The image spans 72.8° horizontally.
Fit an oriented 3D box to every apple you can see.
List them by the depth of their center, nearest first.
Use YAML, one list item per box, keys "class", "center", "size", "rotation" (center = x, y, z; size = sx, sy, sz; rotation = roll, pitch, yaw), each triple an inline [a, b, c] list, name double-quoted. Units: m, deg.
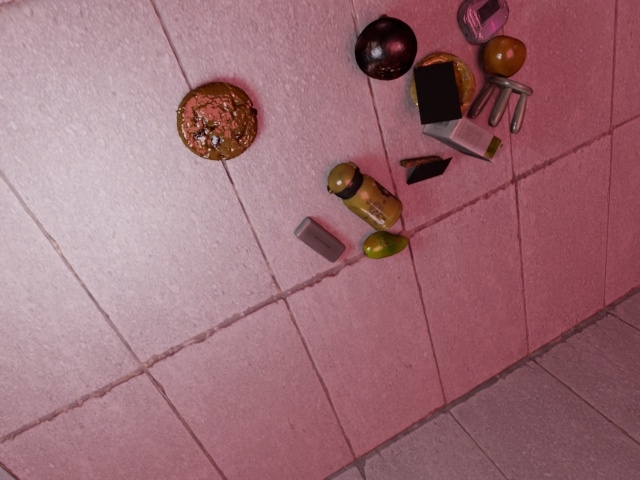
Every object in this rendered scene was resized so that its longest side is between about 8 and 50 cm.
- class: "apple"
  center: [0.774, -0.773, 1.833]
  size: [0.182, 0.182, 0.155]
  rotation: [6, 117, -26]

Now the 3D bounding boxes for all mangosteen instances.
- class: "mangosteen"
  center: [0.246, -0.735, 1.608]
  size: [0.235, 0.235, 0.262]
  rotation: [9, 75, -27]

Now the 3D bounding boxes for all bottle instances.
- class: "bottle"
  center: [0.179, -0.192, 1.831]
  size: [0.351, 0.171, 0.172]
  rotation: [34, 96, -32]

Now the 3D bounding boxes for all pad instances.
- class: "pad"
  center: [0.464, -0.586, 1.725]
  size: [0.163, 0.004, 0.243]
  rotation: [-7, 84, 5]

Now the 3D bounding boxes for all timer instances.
- class: "timer"
  center: [0.673, -0.927, 1.780]
  size: [0.208, 0.069, 0.191]
  rotation: [-44, 120, 1]

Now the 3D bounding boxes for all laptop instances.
- class: "laptop"
  center: [0.493, -0.317, 1.964]
  size: [0.197, 0.016, 0.135]
  rotation: [-18, 156, -17]

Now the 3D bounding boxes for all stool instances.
- class: "stool"
  center: [0.799, -0.596, 1.910]
  size: [0.195, 0.195, 0.199]
  rotation: [11, 109, -28]

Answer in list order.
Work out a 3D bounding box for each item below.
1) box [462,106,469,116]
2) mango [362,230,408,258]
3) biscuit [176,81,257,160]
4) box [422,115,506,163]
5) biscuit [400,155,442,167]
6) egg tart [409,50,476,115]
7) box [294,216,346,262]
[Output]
- class: "box"
  center: [0.572, -0.577, 1.884]
  size: [0.122, 0.089, 0.062]
  rotation: [11, 119, -27]
- class: "mango"
  center: [0.300, 0.016, 2.017]
  size: [0.232, 0.111, 0.126]
  rotation: [-13, 122, -19]
- class: "biscuit"
  center: [-0.362, -0.419, 1.549]
  size: [0.295, 0.075, 0.296]
  rotation: [-10, 116, -20]
- class: "box"
  center: [0.628, -0.451, 1.895]
  size: [0.299, 0.200, 0.107]
  rotation: [17, 104, -29]
- class: "biscuit"
  center: [0.451, -0.353, 1.942]
  size: [0.198, 0.064, 0.035]
  rotation: [-10, 111, -21]
- class: "egg tart"
  center: [0.491, -0.625, 1.782]
  size: [0.290, 0.107, 0.291]
  rotation: [-1, 84, 5]
- class: "box"
  center: [0.000, 0.000, 1.909]
  size: [0.243, 0.055, 0.103]
  rotation: [37, 94, -31]
